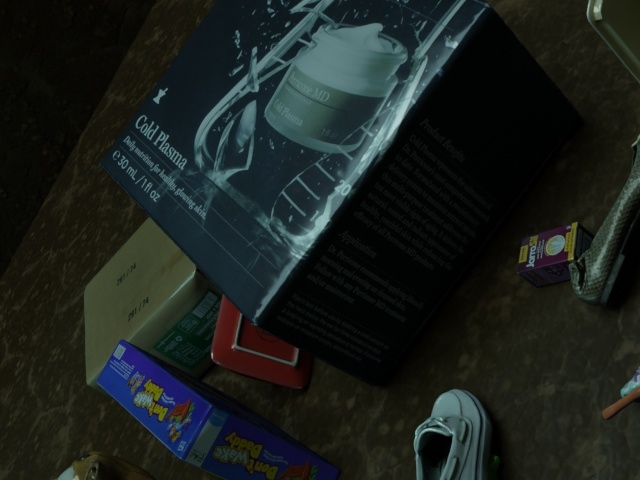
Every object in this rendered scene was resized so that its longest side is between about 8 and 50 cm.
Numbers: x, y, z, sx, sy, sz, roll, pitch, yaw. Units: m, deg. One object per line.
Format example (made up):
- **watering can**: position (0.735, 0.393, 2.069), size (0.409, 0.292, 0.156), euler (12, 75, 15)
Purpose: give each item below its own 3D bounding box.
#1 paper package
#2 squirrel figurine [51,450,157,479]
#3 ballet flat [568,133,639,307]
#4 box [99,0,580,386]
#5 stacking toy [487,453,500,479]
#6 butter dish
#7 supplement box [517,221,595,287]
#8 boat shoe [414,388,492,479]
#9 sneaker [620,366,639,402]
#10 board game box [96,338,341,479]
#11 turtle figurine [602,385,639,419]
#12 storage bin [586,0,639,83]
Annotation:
- **paper package**: position (-0.282, 0.112, 1.747), size (0.325, 0.168, 0.309), euler (-45, 34, 18)
- **squirrel figurine**: position (-0.320, 0.495, 1.264), size (0.281, 0.397, 0.370), euler (-37, 3, 45)
- **ballet flat**: position (0.348, -0.043, 1.082), size (0.058, 0.084, 0.250), euler (21, 82, 24)
- **box**: position (0.010, -0.140, 1.343), size (0.472, 0.297, 0.480), euler (-53, 47, 2)
- **stacking toy**: position (0.181, 0.343, 0.987), size (0.167, 0.052, 0.221), euler (10, 69, 57)
- **butter dish**: position (-0.097, 0.163, 1.486), size (0.118, 0.160, 0.160), euler (125, 159, -53)
- **supplement box**: position (0.289, 0.018, 1.148), size (0.083, 0.043, 0.055), euler (-21, 46, 45)
- **boat shoe**: position (0.146, 0.232, 1.070), size (0.083, 0.076, 0.226), euler (-46, 16, 19)
- **sneaker**: position (0.350, 0.123, 0.975), size (0.098, 0.038, 0.069), euler (-33, 35, 19)
- **board game box**: position (-0.158, 0.265, 1.362), size (0.347, 0.233, 0.078), euler (16, 75, 59)
- **turtle figurine**: position (0.386, 0.192, 0.807), size (0.269, 0.087, 0.217), euler (-22, 51, 31)
- **storage bin**: position (0.451, -0.221, 0.937), size (0.262, 0.260, 0.123), euler (-1, 57, 55)
